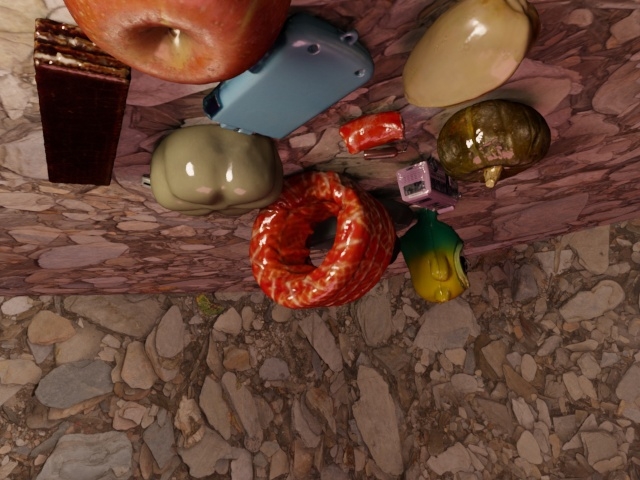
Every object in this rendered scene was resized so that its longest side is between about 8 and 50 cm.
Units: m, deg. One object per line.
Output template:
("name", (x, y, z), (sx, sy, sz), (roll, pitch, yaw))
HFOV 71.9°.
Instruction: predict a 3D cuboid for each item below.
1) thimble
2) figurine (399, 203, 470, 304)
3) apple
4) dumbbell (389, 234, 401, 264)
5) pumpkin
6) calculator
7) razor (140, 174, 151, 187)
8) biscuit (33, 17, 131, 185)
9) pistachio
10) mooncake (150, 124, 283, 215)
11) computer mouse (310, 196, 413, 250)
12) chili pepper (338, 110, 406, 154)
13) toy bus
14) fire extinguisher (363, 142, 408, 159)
("thimble", (0.000, 0.000, 1.121), (0.350, 0.349, 0.231), (-15, 163, 30))
("figurine", (0.384, 0.050, 1.509), (0.232, 0.339, 0.323), (-9, 165, 10))
("apple", (-0.122, -0.242, 0.390), (0.201, 0.162, 0.201), (4, 171, 1))
("dumbbell", (0.186, 0.024, 1.313), (0.099, 0.099, 0.208), (-8, 168, 4))
("pumpkin", (0.342, -0.183, 0.882), (0.219, 0.162, 0.219), (-3, 168, -1))
("calculator", (-0.055, -0.235, 0.674), (0.173, 0.051, 0.293), (7, 161, -43))
("razor", (-0.375, -0.113, 1.088), (0.084, 0.035, 0.211), (19, 169, -7))
("biscuit", (-0.371, -0.182, 0.688), (0.107, 0.073, 0.388), (2, 165, -29))
("pistachio", (0.196, -0.246, 0.595), (0.130, 0.131, 0.206), (7, 167, -22))
("mooncake", (-0.207, -0.125, 0.896), (0.275, 0.135, 0.275), (-5, 171, -1))
("computer mouse", (0.107, -0.058, 1.384), (0.374, 0.114, 0.203), (-16, 167, 25))
("chili pepper", (0.098, -0.207, 0.846), (0.123, 0.073, 0.070), (-12, 124, 11))
("toy bus", (0.287, -0.138, 1.150), (0.096, 0.108, 0.199), (-17, 164, 37))
("fire extinguisher", (0.150, -0.196, 1.000), (0.101, 0.032, 0.046), (-4, 157, 13))
